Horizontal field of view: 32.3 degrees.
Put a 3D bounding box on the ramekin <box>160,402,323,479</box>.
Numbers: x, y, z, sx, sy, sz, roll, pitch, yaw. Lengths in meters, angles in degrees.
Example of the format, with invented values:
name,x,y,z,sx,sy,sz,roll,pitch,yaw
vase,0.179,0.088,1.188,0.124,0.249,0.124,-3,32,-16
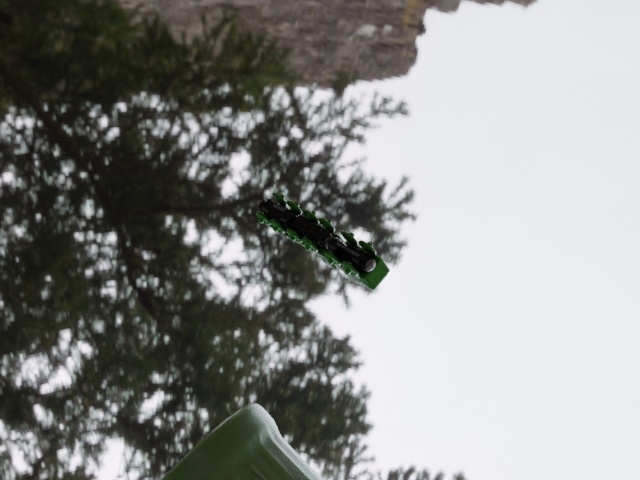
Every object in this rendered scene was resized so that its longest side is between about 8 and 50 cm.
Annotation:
name,x,y,z,sx,sy,sz,roll,pitch,yaw
ramekin,-0.094,0.289,0.859,0.148,0.303,0.303,40,-120,9

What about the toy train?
name,x,y,z,sx,sy,sz,roll,pitch,yaw
toy train,0.000,0.000,0.503,0.017,0.023,0.083,-50,-138,-10
